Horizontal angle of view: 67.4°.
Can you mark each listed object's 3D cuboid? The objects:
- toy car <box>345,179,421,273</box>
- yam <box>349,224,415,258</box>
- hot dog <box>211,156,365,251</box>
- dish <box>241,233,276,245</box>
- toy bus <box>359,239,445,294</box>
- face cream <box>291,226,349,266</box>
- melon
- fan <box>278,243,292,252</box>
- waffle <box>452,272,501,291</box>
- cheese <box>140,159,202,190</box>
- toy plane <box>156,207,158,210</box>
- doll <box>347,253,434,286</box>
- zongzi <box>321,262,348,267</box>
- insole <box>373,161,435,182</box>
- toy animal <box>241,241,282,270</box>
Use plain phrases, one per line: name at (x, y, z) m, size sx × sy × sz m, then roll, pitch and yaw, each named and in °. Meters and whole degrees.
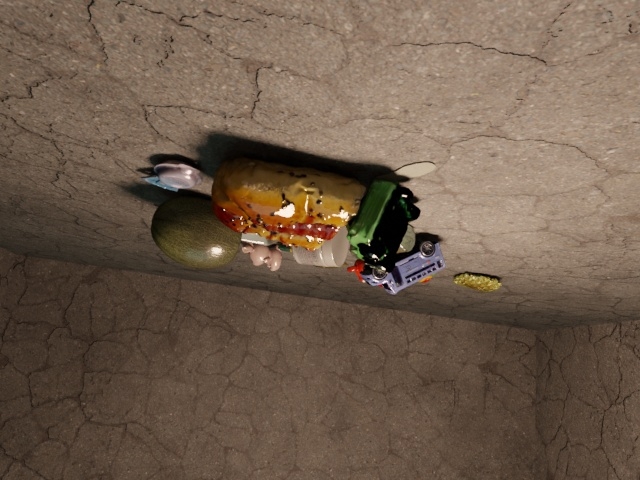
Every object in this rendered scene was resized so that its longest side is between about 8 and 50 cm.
toy car at (0.159, -0.040, 1.366) m, size 0.176 × 0.214 × 0.358 m, roll 23°, pitch 173°, yaw 22°
yam at (0.219, 0.008, 1.710) m, size 0.106 × 0.106 × 0.259 m, roll 18°, pitch 162°, yaw -36°
hot dog at (-0.118, -0.101, 1.317) m, size 0.364 × 0.196 × 0.367 m, roll 15°, pitch 161°, yaw -14°
dish at (-0.279, -0.044, 1.834) m, size 0.234 × 0.065 × 0.154 m, roll 12°, pitch 165°, yaw -22°
toy bus at (0.293, 0.101, 1.724) m, size 0.291 × 0.133 × 0.125 m, roll -24°, pitch -173°, yaw -11°
face cream at (0.000, 0.000, 1.639) m, size 0.152 × 0.178 × 0.177 m, roll 1°, pitch 164°, yaw 22°
melon at (-0.421, -0.027, 1.630) m, size 0.301 × 0.238 × 0.237 m, roll 19°, pitch 163°, yaw -16°
fan at (-0.110, 0.038, 2.108) m, size 0.154 × 0.039 × 0.082 m, roll 12°, pitch 165°, yaw -10°
waffle at (0.737, 0.199, 2.265) m, size 0.213 × 0.054 × 0.208 m, roll 14°, pitch 168°, yaw -1°
cheese at (-0.428, -0.186, 1.400) m, size 0.135 × 0.052 × 0.244 m, roll 22°, pitch 161°, yaw -35°
toy plane at (-0.541, -0.104, 1.795) m, size 0.144 × 0.037 × 0.060 m, roll 6°, pitch 161°, yaw 0°
doll at (0.274, 0.099, 1.877) m, size 0.362 × 0.160 × 0.182 m, roll -4°, pitch 168°, yaw -20°
zongzi at (0.059, 0.079, 2.089) m, size 0.177 × 0.082 × 0.189 m, roll 11°, pitch 167°, yaw -9°
insole at (0.213, -0.171, 1.231) m, size 0.065 × 0.004 × 0.197 m, roll 18°, pitch 162°, yaw -35°
toy animal at (-0.276, 0.055, 2.122) m, size 0.212 × 0.125 × 0.124 m, roll 22°, pitch 161°, yaw -24°
